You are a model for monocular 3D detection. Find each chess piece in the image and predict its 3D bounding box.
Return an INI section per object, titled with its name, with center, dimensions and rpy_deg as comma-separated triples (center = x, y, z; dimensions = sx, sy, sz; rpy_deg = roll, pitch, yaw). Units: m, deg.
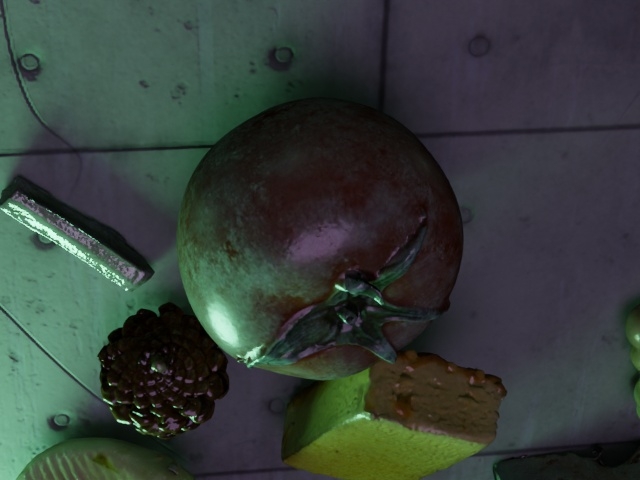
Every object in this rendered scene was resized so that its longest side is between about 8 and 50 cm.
[chess piece]
center = 0.443, 0.158, 1.801
dimensions = 0.094, 0.094, 0.170
rpy_deg = -20, 120, 3

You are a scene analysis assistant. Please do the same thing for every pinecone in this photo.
[pinecone]
center = -0.187, 0.163, 1.658
dimensions = 0.174, 0.173, 0.173
rpy_deg = -5, 123, -7

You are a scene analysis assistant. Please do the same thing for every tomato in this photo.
[tomato]
center = 0.000, 0.000, 1.501
dimensions = 0.317, 0.282, 0.316
rpy_deg = -12, 135, -12

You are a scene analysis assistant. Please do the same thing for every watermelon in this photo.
[watermelon]
center = 0.409, 0.395, 1.884
dimensions = 0.322, 0.188, 0.175
rpy_deg = -7, 119, 1

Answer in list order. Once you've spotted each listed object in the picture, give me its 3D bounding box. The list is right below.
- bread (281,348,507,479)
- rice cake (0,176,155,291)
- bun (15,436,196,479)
[bread]
center = 0.081, 0.216, 1.686
dimensions = 0.185, 0.114, 0.275
rpy_deg = 15, 156, -17
[rice cake]
center = -0.281, -0.003, 1.603
dimensions = 0.207, 0.036, 0.047
rpy_deg = 34, 123, -27
[bun]
center = -0.264, 0.374, 1.747
dimensions = 0.259, 0.259, 0.160
rpy_deg = -21, 155, 4
